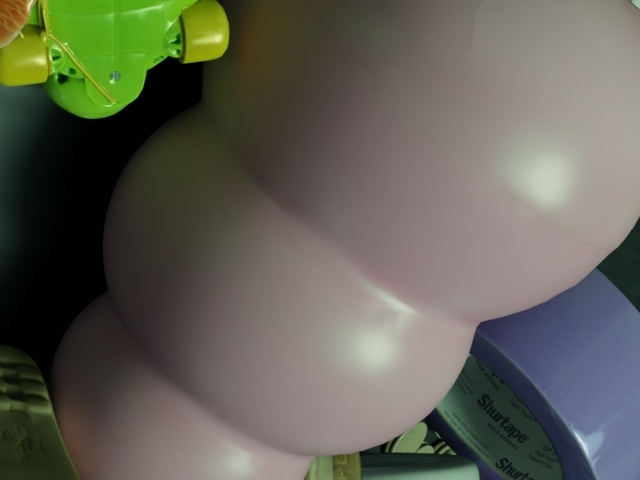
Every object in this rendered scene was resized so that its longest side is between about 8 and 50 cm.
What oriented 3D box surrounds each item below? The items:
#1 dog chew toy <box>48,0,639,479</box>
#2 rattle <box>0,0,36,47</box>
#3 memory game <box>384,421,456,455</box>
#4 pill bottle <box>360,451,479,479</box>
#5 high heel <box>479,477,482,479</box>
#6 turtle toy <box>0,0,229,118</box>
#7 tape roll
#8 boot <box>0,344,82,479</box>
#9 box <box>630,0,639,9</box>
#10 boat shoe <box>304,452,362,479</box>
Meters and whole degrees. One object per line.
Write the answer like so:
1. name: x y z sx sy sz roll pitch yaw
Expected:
1. dog chew toy: 0.000 0.000 0.673 0.332 0.206 0.206 -52 150 13
2. rattle: -0.179 -0.057 0.366 0.142 0.199 0.130 -38 146 -23
3. memory game: 0.114 0.102 1.091 0.186 0.012 0.186 -33 143 -29
4. pill bottle: 0.043 0.250 0.949 0.124 0.124 0.222 2 85 -53
5. high heel: 0.038 0.298 1.113 0.261 0.093 0.186 -41 148 -25
6. turtle toy: -0.086 -0.097 0.577 0.095 0.066 0.130 -9 135 -18
7. tape roll: 0.126 0.082 0.918 0.080 0.189 0.189 -39 146 -20
8. boot: -0.152 0.187 0.625 0.090 0.248 0.207 14 116 -21
9. box: 0.210 -0.092 0.973 0.063 0.067 0.324 -50 150 -3
10. boat shoe: -0.067 0.212 0.888 0.110 0.122 0.341 4 134 -14
